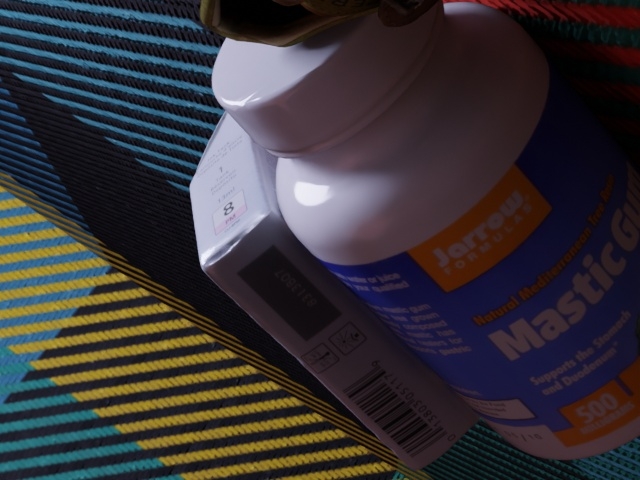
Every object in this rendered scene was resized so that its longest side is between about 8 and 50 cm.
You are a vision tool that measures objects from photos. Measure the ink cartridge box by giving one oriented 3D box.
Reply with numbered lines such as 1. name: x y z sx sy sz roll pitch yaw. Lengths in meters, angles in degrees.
1. ink cartridge box: 0.000 0.000 0.939 0.189 0.066 0.232 45 -168 -28

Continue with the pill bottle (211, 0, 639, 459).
1. pill bottle: 0.074 -0.022 0.805 0.272 0.152 0.152 44 166 -31

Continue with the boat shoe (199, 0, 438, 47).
1. boat shoe: 0.025 -0.129 0.600 0.111 0.104 0.307 18 176 -15
